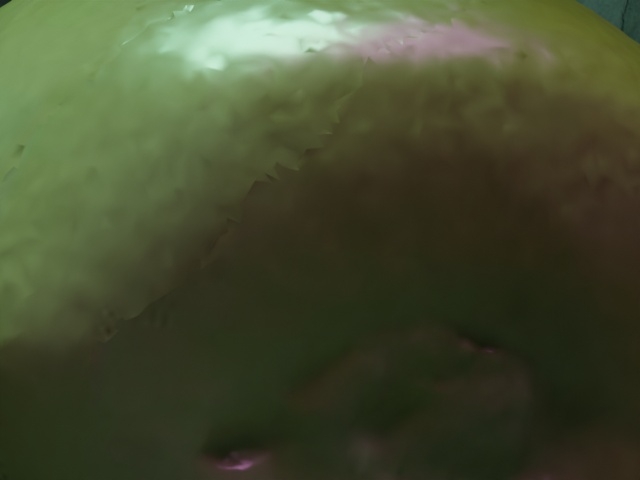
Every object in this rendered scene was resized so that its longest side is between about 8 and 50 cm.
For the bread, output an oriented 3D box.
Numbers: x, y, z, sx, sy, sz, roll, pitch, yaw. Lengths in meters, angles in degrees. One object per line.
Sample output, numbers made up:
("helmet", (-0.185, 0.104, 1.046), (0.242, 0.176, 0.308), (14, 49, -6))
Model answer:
("bread", (0.000, 0.000, 0.718), (0.348, 0.253, 0.376), (8, 6, -13))
